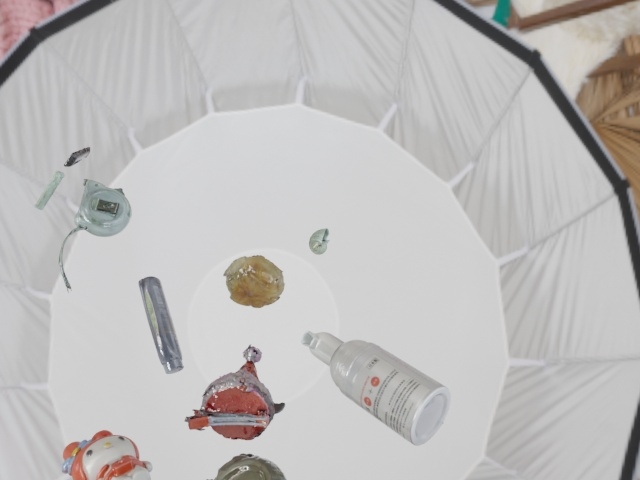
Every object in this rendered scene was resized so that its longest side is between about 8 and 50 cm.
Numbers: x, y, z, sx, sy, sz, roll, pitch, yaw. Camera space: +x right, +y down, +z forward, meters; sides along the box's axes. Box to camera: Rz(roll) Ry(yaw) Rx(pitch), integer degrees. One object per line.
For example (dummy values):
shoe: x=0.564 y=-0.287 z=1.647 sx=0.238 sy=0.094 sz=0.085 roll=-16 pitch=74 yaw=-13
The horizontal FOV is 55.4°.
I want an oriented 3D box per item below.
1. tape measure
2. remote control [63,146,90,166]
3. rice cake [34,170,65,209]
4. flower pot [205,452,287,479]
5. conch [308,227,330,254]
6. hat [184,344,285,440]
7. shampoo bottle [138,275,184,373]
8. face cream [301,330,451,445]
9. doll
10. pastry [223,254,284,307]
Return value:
tape measure: x=-0.623 y=-0.014 z=1.692 sx=0.163 sy=0.331 sz=0.084 roll=10 pitch=149 yaw=-14
remote control: x=-0.529 y=-0.182 z=1.335 sx=0.014 sy=0.039 sz=0.096 roll=37 pitch=-165 yaw=-10
rice cake: x=-0.723 y=-0.134 z=1.626 sx=0.021 sy=0.121 sz=0.022 roll=42 pitch=-170 yaw=38
flower pot: x=-0.220 y=0.819 z=1.885 sx=0.301 sy=0.302 sz=0.213 roll=3 pitch=135 yaw=30
conch: x=-0.004 y=0.000 z=1.791 sx=0.056 sy=0.076 sz=0.085 roll=9 pitch=-153 yaw=8
hat: x=-0.148 y=0.266 z=1.118 sx=0.140 sy=0.129 sz=0.227 roll=-19 pitch=-161 yaw=8
shampoo bottle: x=-0.379 y=0.202 z=1.456 sx=0.049 sy=0.234 sz=0.087 roll=-23 pitch=162 yaw=3
face cream: x=0.113 y=0.311 z=1.416 sx=0.369 sy=0.146 sz=0.145 roll=28 pitch=-168 yaw=40
doll: x=-0.511 y=0.531 z=1.450 sx=0.161 sy=0.130 sz=0.290 roll=-21 pitch=-161 yaw=-41
pastry: x=-0.160 y=0.102 z=1.480 sx=0.153 sy=0.081 sz=0.153 roll=-1 pitch=131 yaw=-1
